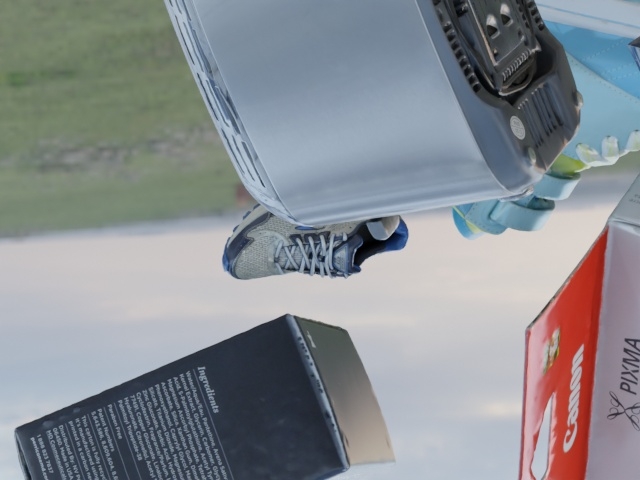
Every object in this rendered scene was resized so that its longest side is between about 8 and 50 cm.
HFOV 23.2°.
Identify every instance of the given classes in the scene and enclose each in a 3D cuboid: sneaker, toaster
[{"bbox_3d":[0.000,0.000,1.040,0.135,0.052,0.058,-18,-141,-24],"label":"sneaker"},{"bbox_3d":[0.197,-0.078,1.064,0.319,0.208,0.127,19,-161,8],"label":"sneaker"},{"bbox_3d":[0.019,-0.112,0.750,0.146,0.227,0.129,-16,-165,28],"label":"toaster"}]

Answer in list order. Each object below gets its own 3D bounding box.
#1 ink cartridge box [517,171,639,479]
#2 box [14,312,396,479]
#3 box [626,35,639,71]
[{"bbox_3d":[0.213,0.094,1.075,0.060,0.275,0.239,19,-135,25],"label":"ink cartridge box"},{"bbox_3d":[-0.072,0.138,1.044,0.207,0.108,0.153,-23,168,12],"label":"box"},{"bbox_3d":[0.186,-0.025,0.646,0.027,0.137,0.094,-33,-158,-6],"label":"box"}]
